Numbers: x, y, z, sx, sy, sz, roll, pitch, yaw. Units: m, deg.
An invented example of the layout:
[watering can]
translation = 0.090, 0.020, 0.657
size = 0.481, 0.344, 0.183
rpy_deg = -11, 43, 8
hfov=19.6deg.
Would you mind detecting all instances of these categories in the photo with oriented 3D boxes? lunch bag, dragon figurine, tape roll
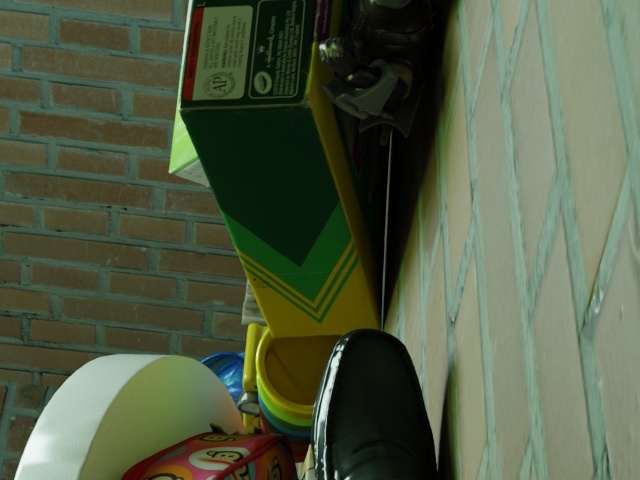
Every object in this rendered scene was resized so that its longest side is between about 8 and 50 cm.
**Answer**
[lunch bag]
translation = -0.082, 0.322, 1.685
size = 0.258, 0.120, 0.293
rpy_deg = -20, -73, -66
[dragon figurine]
translation = -0.122, 0.192, 2.410
size = 0.144, 0.289, 0.085
rpy_deg = 68, -165, 7
[tape roll]
translation = -0.166, 0.299, 1.729
size = 0.392, 0.072, 0.392
rpy_deg = 0, -90, -67

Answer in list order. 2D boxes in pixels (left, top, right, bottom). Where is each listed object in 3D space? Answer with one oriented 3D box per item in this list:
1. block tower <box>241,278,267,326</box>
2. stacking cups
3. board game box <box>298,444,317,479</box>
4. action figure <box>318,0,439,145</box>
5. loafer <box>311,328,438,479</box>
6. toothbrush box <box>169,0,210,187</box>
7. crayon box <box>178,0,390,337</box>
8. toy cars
[block tower]
translation = -0.040, -0.020, 2.350
size = 0.335, 0.091, 0.097
rpy_deg = 102, 174, -50
[stacking cups]
translation = -0.011, 0.150, 1.764
size = 0.316, 0.096, 0.096
rpy_deg = 92, -177, -73
[board game box]
translation = -0.004, 0.290, 1.603
size = 0.147, 0.045, 0.193
rpy_deg = 105, 171, -68
[action figure]
translation = 0.047, -0.189, 1.277
size = 0.285, 0.099, 0.185
rpy_deg = 96, 173, -57
[loafer]
translation = 0.037, 0.145, 1.048
size = 0.078, 0.076, 0.223
rpy_deg = 112, 161, -57
[toothbrush box]
translation = -0.050, -0.212, 2.007
size = 0.206, 0.122, 0.283
rpy_deg = -26, 51, 50
[crayon box]
translation = -0.014, -0.155, 1.479
size = 0.313, 0.106, 0.363
rpy_deg = 73, -162, -55
[toy cars]
translation = -0.056, 0.282, 2.176
size = 0.176, 0.087, 0.394
rpy_deg = -77, -9, -77
